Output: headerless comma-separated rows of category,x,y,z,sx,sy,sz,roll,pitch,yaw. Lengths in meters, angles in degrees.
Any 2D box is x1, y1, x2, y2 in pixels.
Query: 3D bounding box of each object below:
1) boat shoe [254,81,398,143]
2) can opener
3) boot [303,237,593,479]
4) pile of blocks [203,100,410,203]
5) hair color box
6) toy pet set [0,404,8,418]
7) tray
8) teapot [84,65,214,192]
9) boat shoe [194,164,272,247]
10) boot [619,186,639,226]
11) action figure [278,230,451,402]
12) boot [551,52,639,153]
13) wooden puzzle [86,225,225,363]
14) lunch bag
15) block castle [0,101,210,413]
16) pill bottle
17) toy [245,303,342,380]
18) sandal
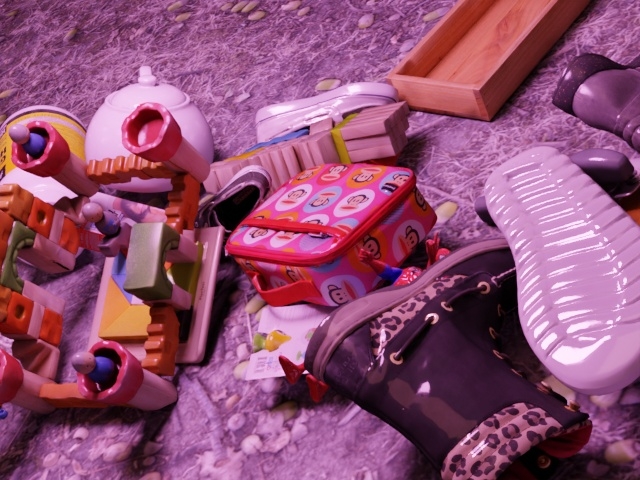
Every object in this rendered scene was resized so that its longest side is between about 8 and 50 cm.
boat shoe,0.010,-0.208,1.844,0.268,0.096,0.088,-9,68,13
can opener,0.327,-0.081,1.448,0.280,0.093,0.074,-12,36,52
boot,0.204,0.149,1.244,0.377,0.138,0.284,-17,45,-36
pile of blocks,-0.014,-0.125,1.753,0.362,0.112,0.149,-16,18,9
hair color box,-0.326,-0.017,1.788,0.167,0.053,0.093,15,47,4
toy pet set,-0.577,0.263,1.655,0.122,0.065,0.114,-35,38,-12
tray,0.320,-0.376,1.866,0.203,0.076,0.411,15,53,43
teapot,-0.312,-0.210,1.901,0.256,0.187,0.252,16,27,33
boat shoe,-0.164,-0.032,1.684,0.219,0.078,0.070,-46,14,25
boot,0.463,0.005,1.296,0.295,0.104,0.211,12,52,45
action figure,0.069,0.071,1.356,0.280,0.139,0.091,-35,42,-25
boot,0.493,-0.166,1.433,0.338,0.118,0.223,-15,45,-37
wooden puzzle,-0.265,0.083,1.634,0.239,0.044,0.220,-5,65,29
lunch bag,0.000,0.000,1.538,0.258,0.120,0.293,-43,27,-26
block castle,-0.357,0.028,1.556,0.303,0.213,0.453,-4,67,25
pill bottle,-0.512,-0.101,1.948,0.188,0.188,0.334,-26,36,2
toy,0.024,0.143,1.437,0.237,0.056,0.137,-5,41,16
sandal,0.314,0.029,1.250,0.169,0.102,0.416,-28,37,17
